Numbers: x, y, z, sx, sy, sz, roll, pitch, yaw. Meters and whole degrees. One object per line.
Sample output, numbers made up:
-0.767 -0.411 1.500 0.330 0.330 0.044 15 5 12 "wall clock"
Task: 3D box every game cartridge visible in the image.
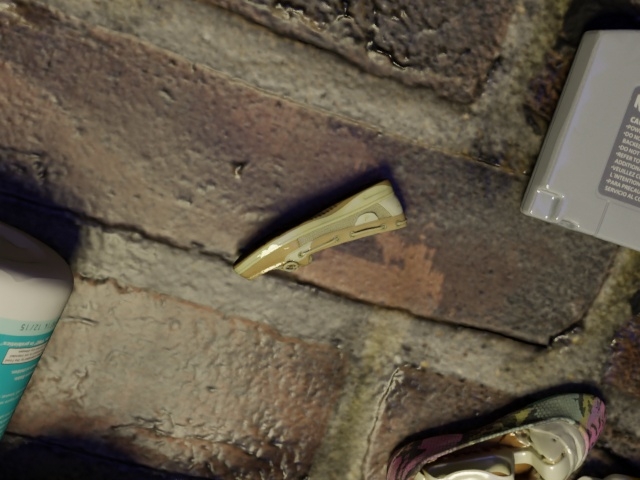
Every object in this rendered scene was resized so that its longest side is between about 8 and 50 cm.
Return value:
0.343 -0.073 0.710 0.294 0.060 0.196 18 101 -11 "game cartridge"

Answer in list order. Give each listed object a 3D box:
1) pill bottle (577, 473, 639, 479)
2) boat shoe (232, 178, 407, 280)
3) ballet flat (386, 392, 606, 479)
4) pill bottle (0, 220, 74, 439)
0.303 0.261 0.757 0.116 0.065 0.065 16 97 -10 "pill bottle"
0.000 0.000 0.671 0.153 0.056 0.048 -28 98 -10 "boat shoe"
0.171 0.200 0.719 0.222 0.079 0.076 -14 101 -6 "ballet flat"
-0.306 0.112 0.598 0.146 0.146 0.264 25 95 -12 "pill bottle"
